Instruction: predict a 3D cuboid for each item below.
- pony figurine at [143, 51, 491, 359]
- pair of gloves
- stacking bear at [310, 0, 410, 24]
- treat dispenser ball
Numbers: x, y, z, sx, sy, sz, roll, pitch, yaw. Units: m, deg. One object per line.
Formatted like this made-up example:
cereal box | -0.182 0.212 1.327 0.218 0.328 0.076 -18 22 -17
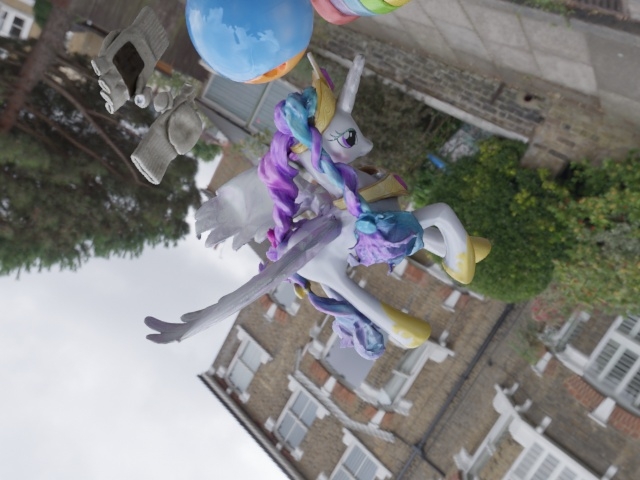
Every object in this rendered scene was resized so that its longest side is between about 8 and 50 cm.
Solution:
pony figurine | 0.000 0.000 0.635 0.363 0.351 0.303 43 -158 -29
pair of gloves | -0.278 -0.243 0.872 0.042 0.240 0.204 3 -134 23
stacking bear | 0.123 -0.465 0.842 0.289 0.164 0.175 8 155 46
treat dispenser ball | -0.159 -0.506 1.172 0.288 0.288 0.288 27 -169 -6
